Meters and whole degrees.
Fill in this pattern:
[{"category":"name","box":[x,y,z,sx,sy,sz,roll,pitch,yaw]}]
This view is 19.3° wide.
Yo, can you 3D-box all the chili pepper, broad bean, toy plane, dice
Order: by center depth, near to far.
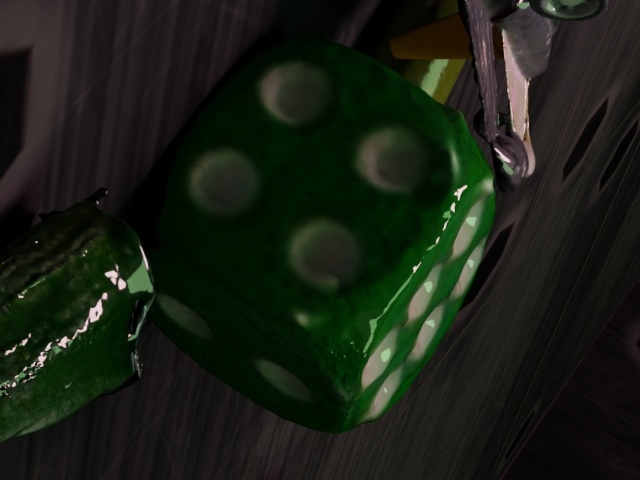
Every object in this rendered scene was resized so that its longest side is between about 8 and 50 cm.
[{"category":"chili pepper","box":[-0.140,0.061,0.600,0.227,0.059,0.088,-36,149,-50]},{"category":"toy plane","box":[0.074,-0.168,0.772,0.316,0.103,0.204,78,16,-67]},{"category":"dice","box":[0.000,0.000,0.823,0.128,0.120,0.131,-53,164,-22]},{"category":"broad bean","box":[0.034,-0.068,0.956,0.213,0.048,0.070,-60,166,8]}]
